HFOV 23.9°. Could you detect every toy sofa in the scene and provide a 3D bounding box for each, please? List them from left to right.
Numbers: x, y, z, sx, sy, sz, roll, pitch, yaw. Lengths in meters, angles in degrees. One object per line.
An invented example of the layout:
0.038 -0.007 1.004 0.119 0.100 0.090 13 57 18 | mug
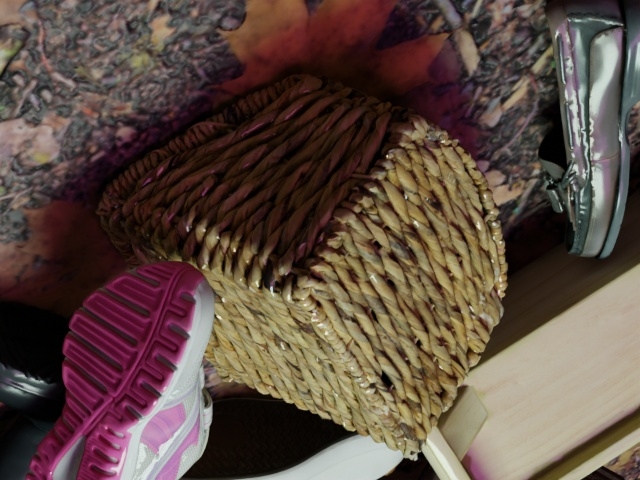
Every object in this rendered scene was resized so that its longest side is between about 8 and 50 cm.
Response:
0.248 0.101 1.374 0.362 0.177 0.150 -33 110 0 | toy sofa

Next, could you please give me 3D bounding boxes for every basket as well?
0.000 0.000 1.229 0.213 0.223 0.299 -57 144 -19 | basket

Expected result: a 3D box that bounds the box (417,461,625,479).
0.139 0.369 1.517 0.381 0.191 0.143 -62 178 6 | box

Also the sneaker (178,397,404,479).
-0.035 0.215 1.422 0.290 0.106 0.123 -6 133 -28 | sneaker

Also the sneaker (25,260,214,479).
-0.135 0.118 1.146 0.111 0.103 0.252 -11 135 -51 | sneaker

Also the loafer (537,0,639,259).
0.217 -0.097 1.277 0.084 0.096 0.268 -2 129 -3 | loafer

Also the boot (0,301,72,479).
-0.239 0.164 1.253 0.246 0.094 0.207 16 119 -49 | boot
